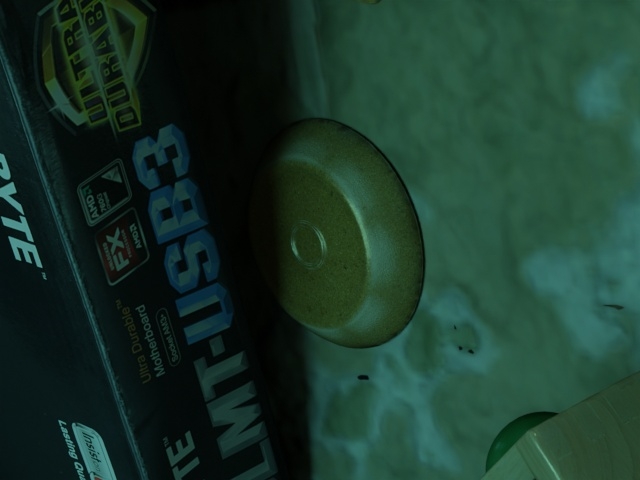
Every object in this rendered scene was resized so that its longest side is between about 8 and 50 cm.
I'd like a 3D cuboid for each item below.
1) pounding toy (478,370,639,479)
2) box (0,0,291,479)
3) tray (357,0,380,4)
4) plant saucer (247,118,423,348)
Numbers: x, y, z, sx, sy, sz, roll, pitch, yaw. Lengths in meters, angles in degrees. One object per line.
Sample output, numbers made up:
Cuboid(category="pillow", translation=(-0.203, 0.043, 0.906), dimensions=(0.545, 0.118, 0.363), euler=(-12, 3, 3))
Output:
Cuboid(category="pounding toy", translation=(0.102, 0.084, 0.563), dimensions=(0.141, 0.100, 0.130), euler=(58, 152, 16))
Cuboid(category="box", translation=(-0.153, -0.018, 0.741), dimensions=(0.293, 0.073, 0.295), euler=(23, 139, 40))
Cuboid(category="tray", translation=(-0.104, -0.256, 0.513), dimensions=(0.203, 0.076, 0.411), euler=(18, 145, 41))
Cuboid(category="plant saucer", translation=(0.000, 0.000, 0.683), dimensions=(0.083, 0.015, 0.083), euler=(21, 121, 40))
